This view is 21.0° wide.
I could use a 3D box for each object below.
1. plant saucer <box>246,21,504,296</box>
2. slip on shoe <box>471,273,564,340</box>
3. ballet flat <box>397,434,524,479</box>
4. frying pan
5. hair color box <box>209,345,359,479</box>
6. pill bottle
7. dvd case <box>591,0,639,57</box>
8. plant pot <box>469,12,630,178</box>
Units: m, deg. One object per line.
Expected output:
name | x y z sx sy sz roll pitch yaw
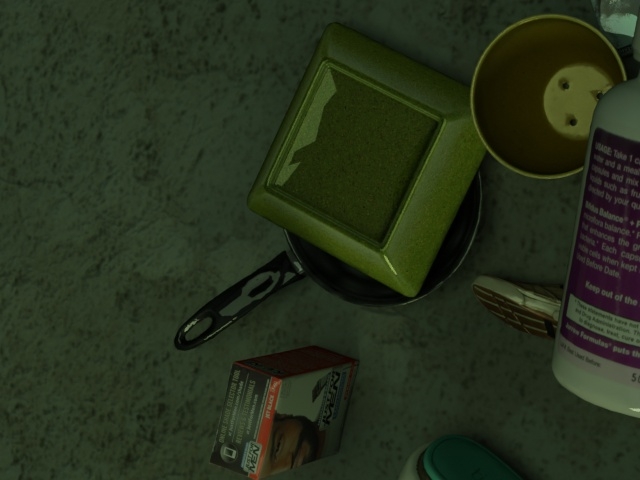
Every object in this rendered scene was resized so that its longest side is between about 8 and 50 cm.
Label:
plant saucer | 0.037 -0.074 1.502 0.188 0.045 0.188 29 99 22
slip on shoe | 0.195 0.056 1.482 0.135 0.051 0.041 21 61 32
ballet flat | 0.215 0.326 1.445 0.400 0.139 0.139 40 107 24
frying pan | 0.024 0.014 1.553 0.197 0.053 0.326 36 106 21
hair color box | -0.029 0.149 1.520 0.053 0.167 0.093 17 99 24
pill bottle | 0.280 -0.025 1.314 0.169 0.169 0.302 14 105 25
dvd case | 0.267 -0.221 1.453 0.087 0.013 0.119 -18 85 25
plant pot | 0.204 -0.119 1.441 0.134 0.095 0.134 1 93 25
